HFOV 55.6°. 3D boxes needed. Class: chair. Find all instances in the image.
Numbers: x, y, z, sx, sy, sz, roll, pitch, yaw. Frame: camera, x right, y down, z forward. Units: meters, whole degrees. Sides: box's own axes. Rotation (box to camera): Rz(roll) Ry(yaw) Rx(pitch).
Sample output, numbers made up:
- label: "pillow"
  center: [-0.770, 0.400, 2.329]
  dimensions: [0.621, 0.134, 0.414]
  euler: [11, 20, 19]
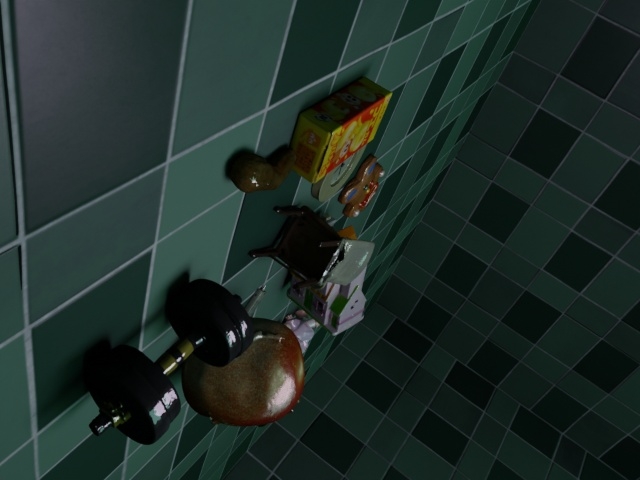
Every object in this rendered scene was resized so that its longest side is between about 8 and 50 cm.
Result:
- label: "chair"
  center: [-0.012, 0.020, 1.550]
  dimensions: [0.160, 0.186, 0.319]
  euler: [-60, 159, 14]

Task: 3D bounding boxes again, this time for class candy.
- label: "candy"
  center: [0.044, -0.251, 1.347]
  dimensions: [0.276, 0.088, 0.146]
  euler: [-42, 159, -43]

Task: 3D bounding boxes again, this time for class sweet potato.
- label: "sweet potato"
  center: [-0.106, -0.133, 1.179]
  dimensions: [0.081, 0.062, 0.233]
  euler: [-62, 168, 21]

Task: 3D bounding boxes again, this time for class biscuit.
- label: "biscuit"
  center: [0.145, -0.165, 1.985]
  dimensions: [0.205, 0.049, 0.324]
  euler: [-55, 168, -6]

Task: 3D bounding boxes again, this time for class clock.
- label: "clock"
  center: [0.054, -0.206, 1.620]
  dimensions: [0.235, 0.029, 0.235]
  euler: [-52, 168, -16]
- label: "clock"
  center: [0.024, 0.084, 1.793]
  dimensions: [0.166, 0.235, 0.310]
  euler: [-24, 138, -38]

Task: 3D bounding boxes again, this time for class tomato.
- label: "tomato"
  center: [-0.183, 0.303, 1.476]
  dimensions: [0.303, 0.303, 0.239]
  euler: [-17, 112, -69]

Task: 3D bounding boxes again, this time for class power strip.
- label: "power strip"
  center: [-0.191, 0.182, 1.707]
  dimensions: [0.136, 0.019, 0.051]
  euler: [-55, 164, -1]

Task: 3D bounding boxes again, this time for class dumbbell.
- label: "dumbbell"
  center: [-0.281, 0.222, 1.160]
  dimensions: [0.388, 0.185, 0.185]
  euler: [-44, 162, -42]

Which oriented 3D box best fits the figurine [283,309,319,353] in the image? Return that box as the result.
- label: "figurine"
  center: [-0.102, 0.358, 2.182]
  dimensions: [0.276, 0.133, 0.200]
  euler: [-47, 161, -33]
